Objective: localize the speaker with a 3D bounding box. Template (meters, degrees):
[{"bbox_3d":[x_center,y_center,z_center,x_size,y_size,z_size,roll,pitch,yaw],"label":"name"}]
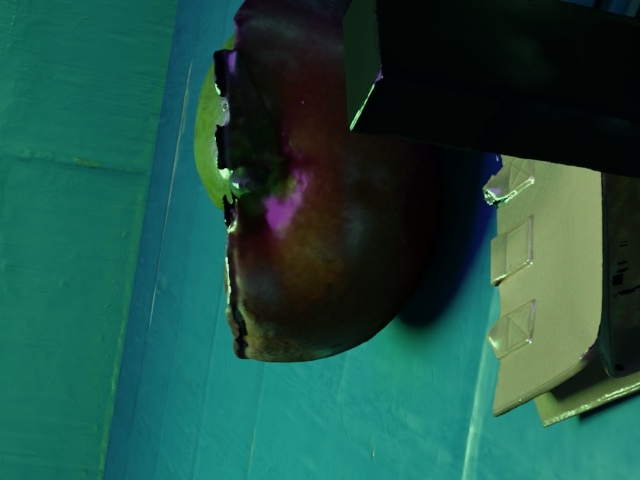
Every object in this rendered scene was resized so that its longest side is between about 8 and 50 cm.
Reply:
[{"bbox_3d":[0.122,-0.079,0.653,0.044,0.218,0.082,116,159,-49],"label":"speaker"}]

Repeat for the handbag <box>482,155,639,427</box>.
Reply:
[{"bbox_3d":[0.155,-0.005,0.793,0.157,0.059,0.213,131,145,-62],"label":"handbag"}]

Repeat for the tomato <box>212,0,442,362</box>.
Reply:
[{"bbox_3d":[0.017,-0.063,1.108,0.290,0.176,0.335,-68,-22,-78],"label":"tomato"}]

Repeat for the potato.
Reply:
[{"bbox_3d":[-0.071,-0.136,1.505,0.174,0.159,0.251,70,-147,-65],"label":"potato"}]

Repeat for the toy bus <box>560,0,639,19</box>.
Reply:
[{"bbox_3d":[0.142,-0.243,0.837,0.297,0.130,0.106,-101,24,-52],"label":"toy bus"}]
